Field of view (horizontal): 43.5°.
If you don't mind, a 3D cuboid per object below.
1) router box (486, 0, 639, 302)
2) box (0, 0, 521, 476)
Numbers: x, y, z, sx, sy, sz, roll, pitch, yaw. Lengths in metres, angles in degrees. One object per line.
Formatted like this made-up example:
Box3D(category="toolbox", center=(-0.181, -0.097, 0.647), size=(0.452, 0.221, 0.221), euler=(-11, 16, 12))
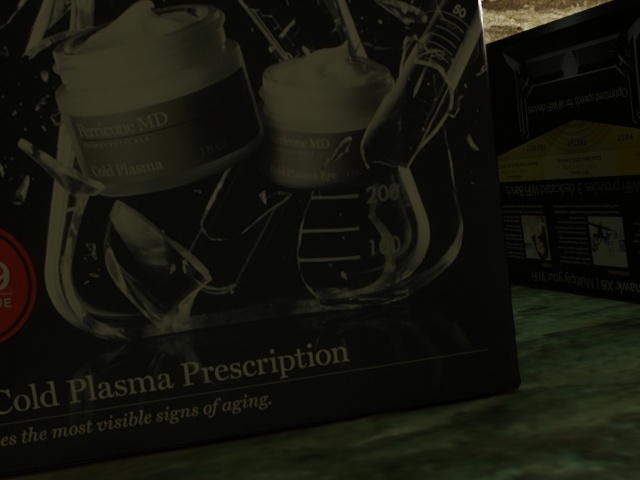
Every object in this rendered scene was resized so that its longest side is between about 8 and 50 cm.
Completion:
Box3D(category="router box", center=(0.255, -0.075, 0.692), size=(0.081, 0.242, 0.309), euler=(-9, 6, -20))
Box3D(category="box", center=(-0.082, -0.050, 0.500), size=(0.344, 0.312, 0.179), euler=(-8, 5, -7))
